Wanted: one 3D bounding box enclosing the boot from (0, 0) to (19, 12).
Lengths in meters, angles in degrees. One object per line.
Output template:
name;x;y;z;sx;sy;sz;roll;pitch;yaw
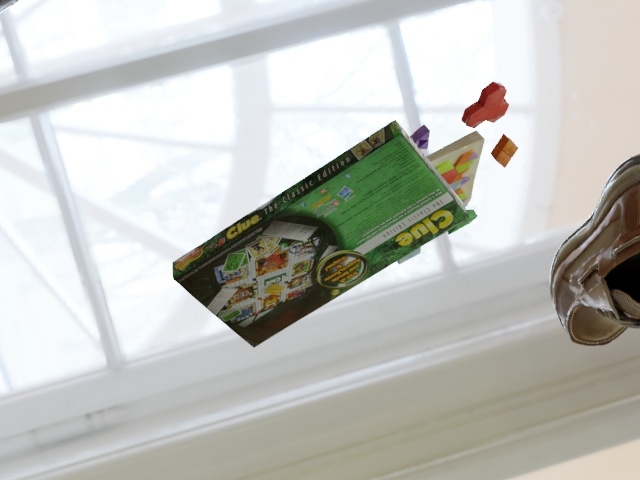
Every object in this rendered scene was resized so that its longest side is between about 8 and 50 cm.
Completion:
boot;-0.303;-0.289;1.196;0.082;0.106;0.219;50;-24;-14

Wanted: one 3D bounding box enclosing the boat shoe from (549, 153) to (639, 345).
boat shoe;0.331;0.039;1.248;0.324;0.123;0.116;94;-5;-56

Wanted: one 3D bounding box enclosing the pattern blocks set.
pattern blocks set;0.191;-0.089;1.782;0.026;0.285;0.325;54;-8;29

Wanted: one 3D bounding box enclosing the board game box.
board game box;0.000;0.000;1.095;0.136;0.260;0.030;48;18;-37
